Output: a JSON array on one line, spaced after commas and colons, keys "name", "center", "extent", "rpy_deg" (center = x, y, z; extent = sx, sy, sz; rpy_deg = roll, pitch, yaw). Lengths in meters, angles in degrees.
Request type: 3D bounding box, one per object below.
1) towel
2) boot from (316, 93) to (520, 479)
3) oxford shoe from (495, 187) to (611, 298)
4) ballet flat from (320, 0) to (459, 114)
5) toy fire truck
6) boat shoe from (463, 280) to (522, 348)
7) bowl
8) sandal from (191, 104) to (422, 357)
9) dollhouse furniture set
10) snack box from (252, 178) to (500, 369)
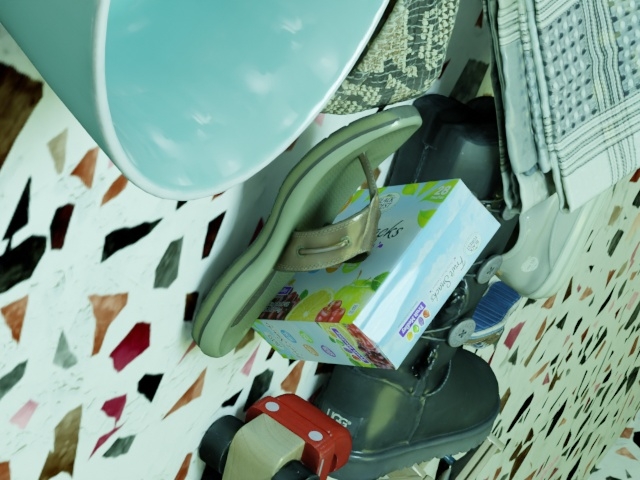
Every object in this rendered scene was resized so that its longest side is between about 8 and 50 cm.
[{"name": "towel", "center": [0.302, -0.209, 1.460], "extent": [0.324, 0.056, 0.312], "rpy_deg": [-27, 122, -28]}, {"name": "boot", "center": [0.164, 0.040, 1.654], "extent": [0.367, 0.146, 0.445], "rpy_deg": [-18, 129, -56]}, {"name": "oxford shoe", "center": [0.301, -0.137, 1.744], "extent": [0.169, 0.130, 0.449], "rpy_deg": [-112, -140, -65]}, {"name": "ballet flat", "center": [0.055, -0.286, 1.026], "extent": [0.182, 0.164, 0.483], "rpy_deg": [-26, 144, -40]}, {"name": "toy fire truck", "center": [-0.004, 0.264, 1.513], "extent": [0.246, 0.158, 0.217], "rpy_deg": [-29, 141, -47]}, {"name": "boat shoe", "center": [0.230, 0.118, 1.974], "extent": [0.183, 0.066, 0.066], "rpy_deg": [-26, 140, -54]}, {"name": "bowl", "center": [-0.082, -0.195, 0.816], "extent": [0.311, 0.163, 0.311], "rpy_deg": [-46, 153, -32]}, {"name": "sandal", "center": [0.000, 0.001, 1.241], "extent": [0.303, 0.086, 0.120], "rpy_deg": [-53, 162, 24]}, {"name": "dollhouse furniture set", "center": [0.140, 0.317, 1.985], "extent": [0.129, 0.129, 0.184], "rpy_deg": [-46, 177, -34]}, {"name": "snack box", "center": [0.044, 0.030, 1.314], "extent": [0.070, 0.207, 0.174], "rpy_deg": [47, 68, -22]}]
